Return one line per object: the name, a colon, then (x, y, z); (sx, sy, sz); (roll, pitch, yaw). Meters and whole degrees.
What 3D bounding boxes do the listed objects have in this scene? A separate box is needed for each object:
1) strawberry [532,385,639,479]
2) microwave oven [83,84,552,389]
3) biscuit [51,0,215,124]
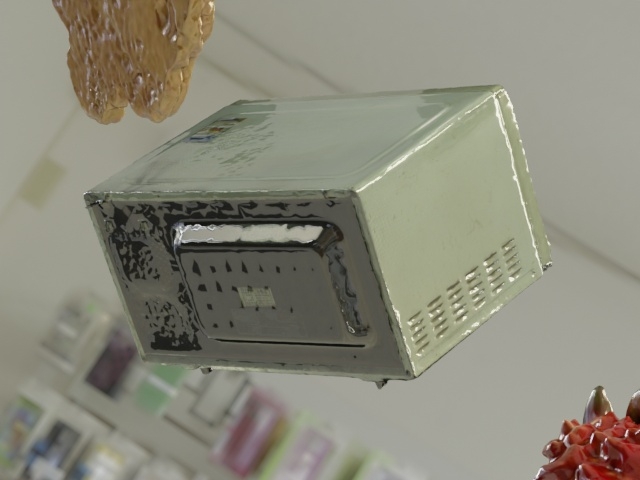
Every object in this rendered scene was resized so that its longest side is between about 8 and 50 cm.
strawberry: (0.219, 0.234, 1.171); (0.137, 0.306, 0.233); (-27, -67, 33)
microwave oven: (0.000, 0.000, 1.114); (0.205, 0.163, 0.129); (0, -63, 42)
biscuit: (-0.169, -0.254, 1.746); (0.269, 0.051, 0.376); (51, -37, 33)
